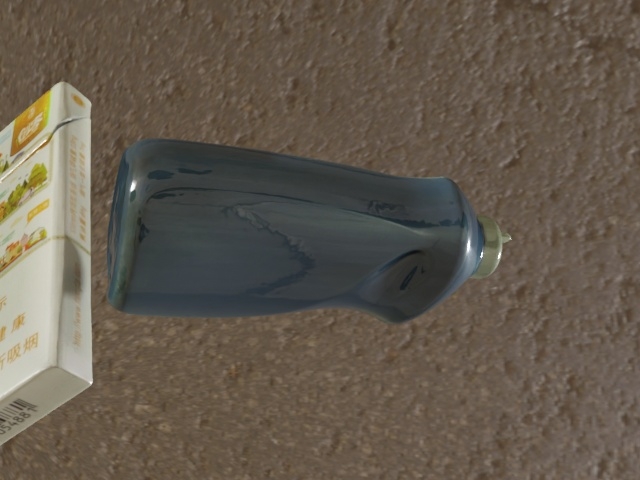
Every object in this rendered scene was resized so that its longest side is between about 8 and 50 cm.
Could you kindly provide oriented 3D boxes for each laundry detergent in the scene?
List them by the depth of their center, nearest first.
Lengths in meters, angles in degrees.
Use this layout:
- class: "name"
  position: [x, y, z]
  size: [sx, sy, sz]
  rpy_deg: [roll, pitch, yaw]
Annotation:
- class: "laundry detergent"
  position: [0.000, -0.001, 0.473]
  size: [0.206, 0.096, 0.061]
  rpy_deg: [3, 40, -17]

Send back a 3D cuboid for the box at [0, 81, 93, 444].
- class: "box"
  position: [-0.175, 0.015, 0.518]
  size: [0.032, 0.122, 0.220]
  rpy_deg: [38, 26, -38]
